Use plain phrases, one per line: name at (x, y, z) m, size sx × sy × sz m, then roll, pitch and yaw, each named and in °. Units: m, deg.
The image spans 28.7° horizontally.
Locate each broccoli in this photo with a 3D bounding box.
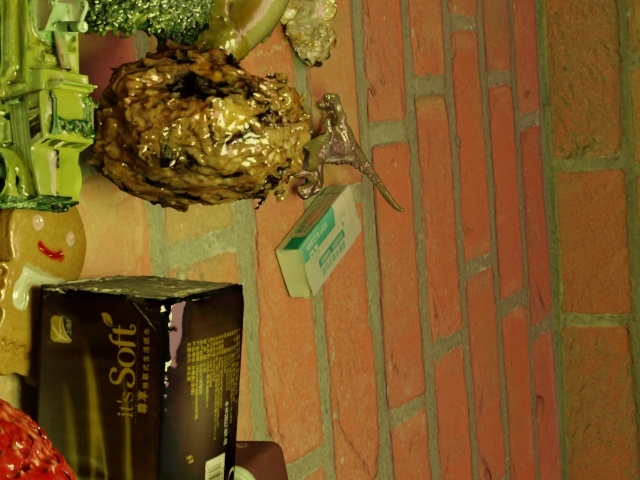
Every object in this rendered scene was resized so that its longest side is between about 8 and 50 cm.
broccoli at (-0.221, -0.318, 1.542) m, size 0.198 × 0.176 × 0.226 m, roll 38°, pitch 67°, yaw -22°

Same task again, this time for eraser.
eraser at (0.000, 0.000, 2.101) m, size 0.225 × 0.052 × 0.096 m, roll -52°, pitch 131°, yaw -50°

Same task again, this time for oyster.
oyster at (-0.013, -0.363, 2.069) m, size 0.191 × 0.081 × 0.163 m, roll -29°, pitch 119°, yaw -57°

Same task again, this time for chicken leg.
chicken leg at (-0.150, -0.277, 1.707) m, size 0.152 × 0.201 × 0.429 m, roll 28°, pitch 66°, yaw -12°

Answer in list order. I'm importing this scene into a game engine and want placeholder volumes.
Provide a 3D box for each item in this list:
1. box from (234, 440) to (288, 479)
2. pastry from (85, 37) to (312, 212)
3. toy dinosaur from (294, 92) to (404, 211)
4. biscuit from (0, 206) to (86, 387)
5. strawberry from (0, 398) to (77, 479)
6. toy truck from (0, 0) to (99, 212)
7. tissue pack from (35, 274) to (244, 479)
box at (-0.133, 0.410, 1.679) m, size 0.167 × 0.193 × 0.294 m, roll -32°, pitch 117°, yaw -69°
pastry at (-0.140, -0.142, 1.476) m, size 0.275 × 0.275 × 0.193 m, roll 29°, pitch 55°, yaw -60°
toy dinosaur at (0.038, -0.146, 2.129) m, size 0.251 × 0.072 × 0.200 m, roll 3°, pitch 77°, yaw -56°
biscuit at (-0.330, 0.043, 1.460) m, size 0.184 × 0.035 × 0.249 m, roll 38°, pitch 55°, yaw -57°
strawberry at (-0.351, 0.311, 1.185) m, size 0.310 × 0.291 × 0.292 m, roll -144°, pitch -139°, yaw -67°
toy truck at (-0.307, -0.164, 1.378) m, size 0.128 × 0.135 × 0.260 m, roll 5°, pitch 86°, yaw -50°
tissue pack at (-0.208, 0.232, 1.475) m, size 0.210 × 0.198 × 0.370 m, roll -6°, pitch 100°, yaw -71°
